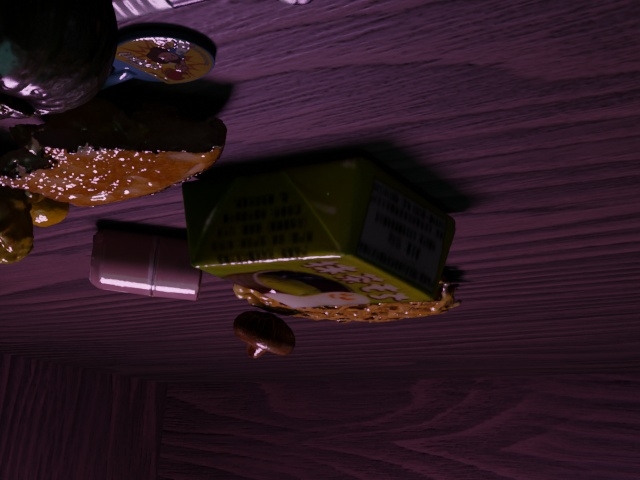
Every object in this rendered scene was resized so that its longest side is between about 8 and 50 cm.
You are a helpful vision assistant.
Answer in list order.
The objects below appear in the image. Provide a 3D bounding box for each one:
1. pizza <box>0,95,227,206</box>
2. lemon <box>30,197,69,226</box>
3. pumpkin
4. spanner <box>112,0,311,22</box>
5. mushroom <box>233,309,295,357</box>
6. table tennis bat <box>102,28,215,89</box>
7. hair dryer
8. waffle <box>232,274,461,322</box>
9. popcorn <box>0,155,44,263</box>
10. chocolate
[{"bbox_3d":[-0.259,-0.107,1.167,0.223,0.089,0.323,9,164,-40],"label":"pizza"},{"bbox_3d":[-0.402,-0.052,1.459,0.065,0.065,0.092,-1,171,19],"label":"lemon"},{"bbox_3d":[-0.277,-0.170,0.804,0.223,0.157,0.224,-2,174,0],"label":"pumpkin"},{"bbox_3d":[-0.143,-0.216,0.862,0.315,0.024,0.087,-3,162,29],"label":"spanner"},{"bbox_3d":[-0.105,0.173,1.855,0.126,0.085,0.109,24,154,9],"label":"mushroom"},{"bbox_3d":[-0.175,-0.180,1.006,0.155,0.019,0.100,-10,161,36],"label":"table tennis bat"},{"bbox_3d":[-0.314,0.057,1.804,0.189,0.107,0.344,7,171,-9],"label":"hair dryer"},{"bbox_3d":[0.052,0.092,1.838,0.379,0.095,0.382,-8,163,33],"label":"waffle"},{"bbox_3d":[-0.463,-0.049,1.331,0.197,0.156,0.197,14,178,0],"label":"popcorn"},{"bbox_3d":[0.000,0.000,1.396,0.288,0.137,0.301,-6,162,32],"label":"chocolate"}]
